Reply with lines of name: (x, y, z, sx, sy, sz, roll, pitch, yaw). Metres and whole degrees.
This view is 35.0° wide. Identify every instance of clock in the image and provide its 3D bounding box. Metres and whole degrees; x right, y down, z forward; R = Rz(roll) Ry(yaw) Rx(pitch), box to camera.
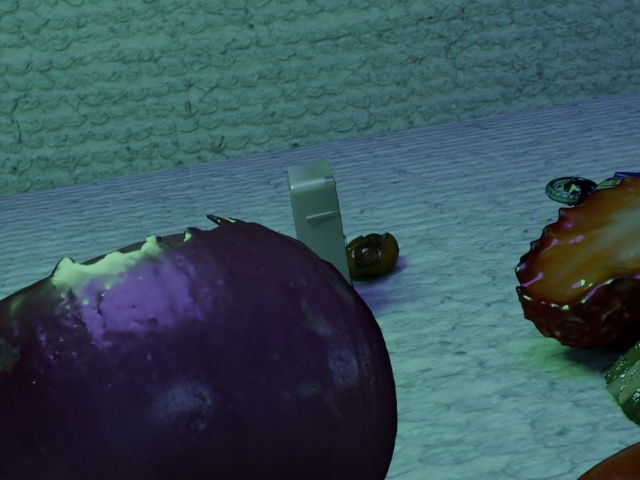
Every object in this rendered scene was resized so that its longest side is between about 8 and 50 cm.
clock: (0.000, 0.000, 1.385, 0.063, 0.197, 0.150, -10, 15, -1)

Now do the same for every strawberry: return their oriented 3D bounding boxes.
strawberry: (0.377, 0.042, 1.167, 0.336, 0.149, 0.265, -26, 25, -23)

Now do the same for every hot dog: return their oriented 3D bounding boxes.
hot dog: (0.072, 0.021, 1.542, 0.089, 0.060, 0.140, -7, 17, 22)

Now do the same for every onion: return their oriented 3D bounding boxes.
onion: (-0.114, 0.165, 0.691, 0.358, 0.345, 0.358, -6, -3, 0)

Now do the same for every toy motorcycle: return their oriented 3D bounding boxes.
toy motorcycle: (0.500, -0.053, 1.515, 0.315, 0.113, 0.169, 2, 26, 5)

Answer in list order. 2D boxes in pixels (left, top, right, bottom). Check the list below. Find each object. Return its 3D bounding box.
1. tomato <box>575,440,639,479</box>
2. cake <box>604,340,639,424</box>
tomato: (0.252, 0.191, 0.753, 0.166, 0.082, 0.174, -1, 18, 27)
cake: (0.416, 0.067, 0.973, 0.283, 0.172, 0.158, -10, 12, 0)
